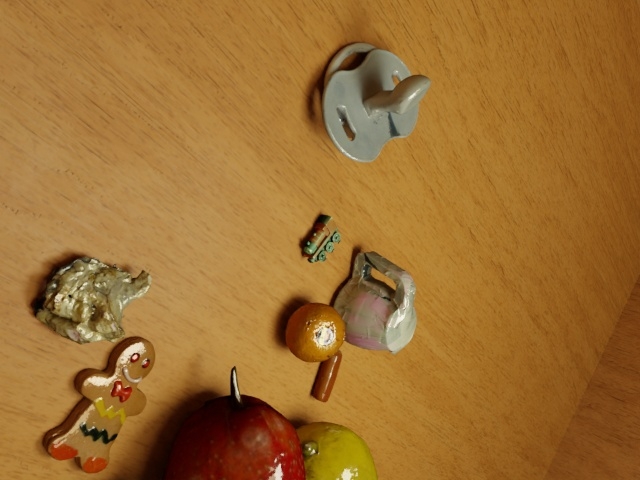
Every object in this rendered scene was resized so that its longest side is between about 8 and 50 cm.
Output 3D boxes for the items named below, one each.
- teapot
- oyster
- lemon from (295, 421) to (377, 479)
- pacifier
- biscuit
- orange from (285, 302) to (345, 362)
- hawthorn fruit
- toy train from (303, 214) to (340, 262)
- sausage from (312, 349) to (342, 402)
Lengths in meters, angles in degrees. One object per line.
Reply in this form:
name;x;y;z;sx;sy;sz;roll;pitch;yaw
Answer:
teapot;0.146;0.154;1.745;0.163;0.178;0.221;28;84;-52
oyster;-0.357;0.093;1.215;0.191;0.081;0.163;-41;129;-36
lemon;0.009;0.551;1.707;0.260;0.260;0.284;-22;120;-42
pacifier;0.129;-0.293;1.512;0.279;0.207;0.227;-38;114;-34
biscuit;-0.371;0.285;1.314;0.250;0.036;0.165;-59;141;-13
orange;-0.013;0.201;1.630;0.135;0.117;0.135;1;87;-25
hawthorn fruit;-0.168;0.425;1.443;0.285;0.285;0.369;-3;98;-49
toy train;0.000;0.000;1.616;0.103;0.044;0.064;-54;136;-22
sausage;0.017;0.318;1.778;0.041;0.039;0.131;15;93;-44
